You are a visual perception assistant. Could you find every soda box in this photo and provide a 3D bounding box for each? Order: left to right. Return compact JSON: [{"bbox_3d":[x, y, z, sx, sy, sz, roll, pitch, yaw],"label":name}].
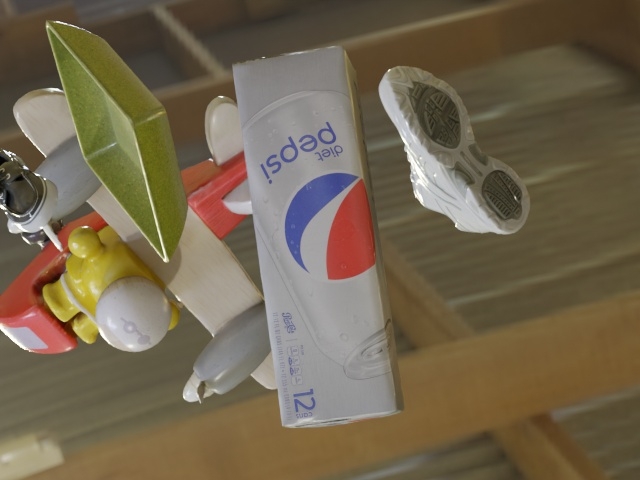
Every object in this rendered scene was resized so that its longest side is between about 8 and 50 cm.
[{"bbox_3d":[0.000,0.000,1.300,0.091,0.286,0.098,-9,173,6],"label":"soda box"}]

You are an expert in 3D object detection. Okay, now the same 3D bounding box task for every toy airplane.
[{"bbox_3d":[-0.186,0.017,1.946,0.386,0.384,0.272,10,-142,-7],"label":"toy airplane"}]

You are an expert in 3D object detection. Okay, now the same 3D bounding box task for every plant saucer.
[{"bbox_3d":[-0.186,-0.102,1.589,0.045,0.188,0.188,-28,-131,-17],"label":"plant saucer"}]

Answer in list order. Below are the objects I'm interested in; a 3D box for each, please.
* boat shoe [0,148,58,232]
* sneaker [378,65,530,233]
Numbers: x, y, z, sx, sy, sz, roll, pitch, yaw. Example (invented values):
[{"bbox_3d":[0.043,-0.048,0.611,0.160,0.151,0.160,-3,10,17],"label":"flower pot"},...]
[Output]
[{"bbox_3d":[-0.267,-0.047,1.431,0.049,0.040,0.142,-58,-146,3],"label":"boat shoe"},{"bbox_3d":[0.128,-0.090,1.883,0.090,0.232,0.115,-45,-165,-34],"label":"sneaker"}]
